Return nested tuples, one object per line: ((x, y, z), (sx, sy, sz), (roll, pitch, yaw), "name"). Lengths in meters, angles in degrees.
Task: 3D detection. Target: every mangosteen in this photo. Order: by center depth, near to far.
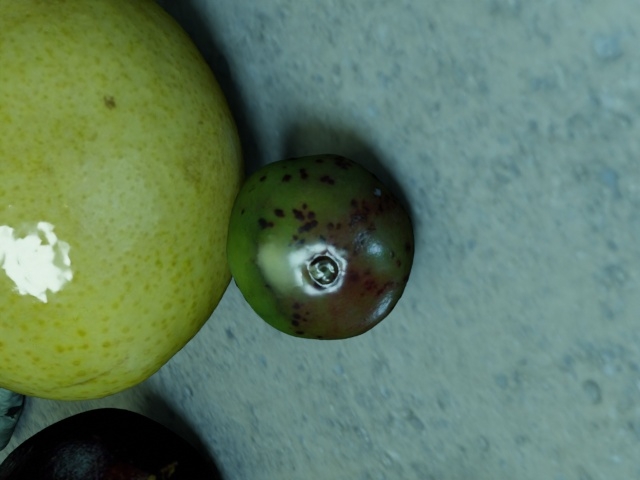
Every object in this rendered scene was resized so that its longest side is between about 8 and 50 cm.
((-0.223, 0.312, 1.012), (0.275, 0.302, 0.275), (13, 118, 25), "mangosteen")

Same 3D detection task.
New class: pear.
((-0.198, -0.042, 0.780), (0.314, 0.314, 0.314), (30, 133, 39), "pear")

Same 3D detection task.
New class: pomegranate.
((0.002, 0.001, 0.696), (0.130, 0.130, 0.130), (30, 133, 39), "pomegranate")

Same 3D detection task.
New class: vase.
((-0.422, 0.218, 1.418), (0.060, 0.060, 0.211), (54, 144, 14), "vase")
